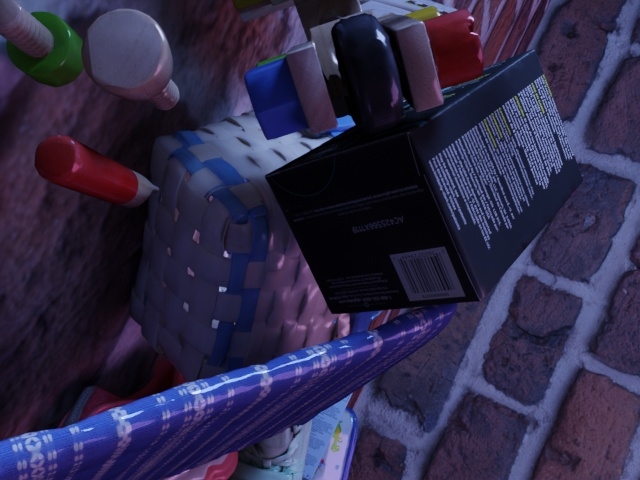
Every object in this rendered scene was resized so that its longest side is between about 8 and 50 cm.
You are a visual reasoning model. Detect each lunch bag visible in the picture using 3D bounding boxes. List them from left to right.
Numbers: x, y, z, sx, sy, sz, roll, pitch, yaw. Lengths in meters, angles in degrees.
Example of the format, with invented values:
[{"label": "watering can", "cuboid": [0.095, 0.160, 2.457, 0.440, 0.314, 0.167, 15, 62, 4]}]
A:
[{"label": "lunch bag", "cuboid": [-0.035, 0.345, 1.112, 0.219, 0.090, 0.176, -6, -112, 58]}]

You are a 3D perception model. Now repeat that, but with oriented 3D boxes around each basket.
[{"label": "basket", "cuboid": [-0.011, -0.005, 0.600, 0.289, 0.201, 0.255, -6, 126, -37]}]

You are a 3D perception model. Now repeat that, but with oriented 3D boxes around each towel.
[{"label": "towel", "cuboid": [-0.104, 0.120, 0.411, 0.336, 0.040, 0.243, -12, 159, -34]}]

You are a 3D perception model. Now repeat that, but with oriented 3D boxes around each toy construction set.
[{"label": "toy construction set", "cuboid": [-0.028, -0.140, 0.427, 0.309, 0.257, 0.237, -43, 176, -2]}]

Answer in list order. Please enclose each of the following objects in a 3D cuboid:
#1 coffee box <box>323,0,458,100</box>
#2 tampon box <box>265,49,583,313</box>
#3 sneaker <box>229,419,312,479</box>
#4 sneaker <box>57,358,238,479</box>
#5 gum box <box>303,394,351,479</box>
[{"label": "coffee box", "cuboid": [0.076, -0.215, 0.817, 0.246, 0.098, 0.141, -42, 153, -56]}, {"label": "tampon box", "cuboid": [0.073, -0.038, 0.434, 0.161, 0.120, 0.101, -36, 107, -41]}, {"label": "sneaker", "cuboid": [-0.068, 0.244, 0.729, 0.151, 0.094, 0.256, 83, 17, -57]}, {"label": "sneaker", "cuboid": [-0.207, 0.200, 0.565, 0.314, 0.116, 0.136, -26, 105, -54]}, {"label": "gum box", "cuboid": [0.002, 0.214, 0.916, 0.184, 0.041, 0.157, -63, -175, -4]}]
